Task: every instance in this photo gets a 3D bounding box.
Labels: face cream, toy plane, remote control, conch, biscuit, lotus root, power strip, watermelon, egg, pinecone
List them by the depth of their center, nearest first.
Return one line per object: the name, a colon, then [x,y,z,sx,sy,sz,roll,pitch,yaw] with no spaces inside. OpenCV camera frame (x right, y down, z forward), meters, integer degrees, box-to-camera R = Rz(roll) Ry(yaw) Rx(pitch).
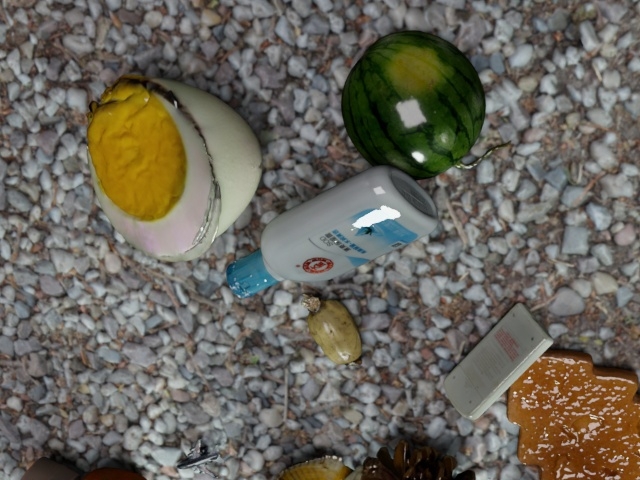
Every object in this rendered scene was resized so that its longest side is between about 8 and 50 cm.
watermelon: [0.136,-0.176,1.226,0.204,0.127,0.232,-28,106,12]
egg: [-0.208,-0.116,1.282,0.286,0.174,0.264,12,113,33]
face cream: [0.000,0.000,1.289,0.337,0.080,0.163,-26,142,29]
remote control: [0.269,0.189,1.335,0.029,0.087,0.190,25,112,-39]
biscuit: [0.408,0.282,1.359,0.284,0.043,0.306,-40,94,20]
lotus root: [0.020,0.140,1.369,0.072,0.063,0.152,-31,103,26]
pinecone: [0.149,0.413,1.370,0.212,0.168,0.185,35,85,-1]
conch: [-0.018,0.458,1.424,0.178,0.163,0.245,45,78,-22]
toy plane: [-0.207,0.377,1.488,0.083,0.031,0.078,-17,103,13]
power strip: [-0.484,0.456,1.490,0.078,0.154,0.154,27,108,2]

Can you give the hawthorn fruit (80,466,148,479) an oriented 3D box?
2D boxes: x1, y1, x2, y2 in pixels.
hawthorn fruit: [-0.358,0.481,1.463,0.189,0.189,0.189,2,106,8]
